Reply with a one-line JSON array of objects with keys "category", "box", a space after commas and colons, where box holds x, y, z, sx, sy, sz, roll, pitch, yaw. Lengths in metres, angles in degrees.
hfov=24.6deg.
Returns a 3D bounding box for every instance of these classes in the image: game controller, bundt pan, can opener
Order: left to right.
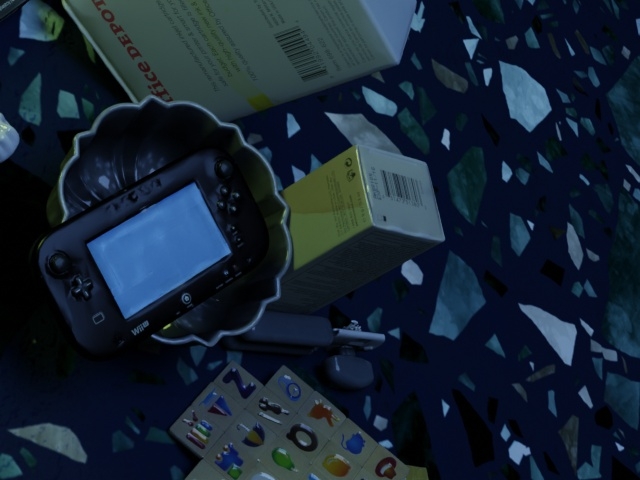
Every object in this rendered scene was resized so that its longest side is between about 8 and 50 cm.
[{"category": "game controller", "box": [-0.197, 0.012, 1.755, 0.319, 0.067, 0.166, -33, 93, -37]}, {"category": "bundt pan", "box": [-0.205, -0.010, 1.875, 0.331, 0.124, 0.331, 12, 66, -29]}, {"category": "can opener", "box": [-0.015, 0.148, 2.061, 0.280, 0.074, 0.093, 15, 56, -42]}]

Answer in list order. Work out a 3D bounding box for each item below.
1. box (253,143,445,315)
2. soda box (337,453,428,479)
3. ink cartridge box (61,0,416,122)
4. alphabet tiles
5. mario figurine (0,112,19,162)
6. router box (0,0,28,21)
[{"category": "box", "box": [0.000, 0.000, 1.979, 0.148, 0.311, 0.121, 12, 58, -45]}, {"category": "soda box", "box": [0.074, 0.344, 2.047, 0.181, 0.058, 0.061, 17, 54, -42]}, {"category": "ink cartridge box", "box": [-0.108, -0.328, 1.969, 0.279, 0.385, 0.160, 56, 32, -32]}, {"category": "alphabet tiles", "box": [-0.026, 0.310, 1.915, 0.342, 0.011, 0.285, 39, 39, 2]}, {"category": "mario figurine", "box": [-0.472, -0.135, 1.660, 0.198, 0.170, 0.320, -4, 71, -47]}, {"category": "router box", "box": [-0.462, -0.330, 1.891, 0.133, 0.046, 0.179, 51, 38, -11]}]
